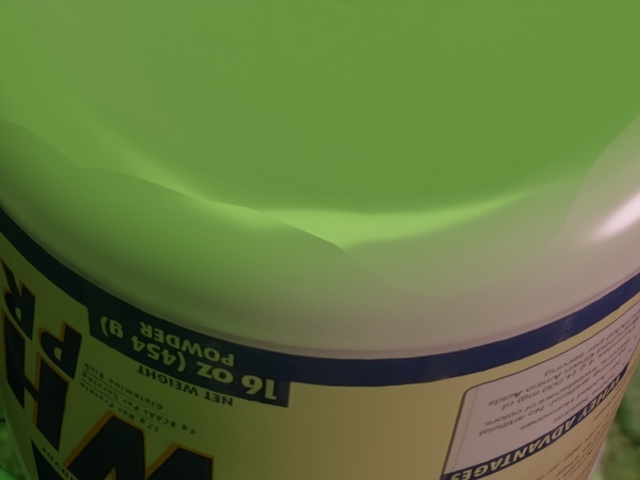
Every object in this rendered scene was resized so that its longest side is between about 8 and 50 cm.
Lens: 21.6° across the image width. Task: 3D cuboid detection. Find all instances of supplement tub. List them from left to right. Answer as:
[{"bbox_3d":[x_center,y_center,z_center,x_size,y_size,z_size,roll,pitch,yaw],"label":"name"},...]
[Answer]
[{"bbox_3d":[0.000,0.000,0.578,0.235,0.325,0.235,2,57,-3],"label":"supplement tub"}]

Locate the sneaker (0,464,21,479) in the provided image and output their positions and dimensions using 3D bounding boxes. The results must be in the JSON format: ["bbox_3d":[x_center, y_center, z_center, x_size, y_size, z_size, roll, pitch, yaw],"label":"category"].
[{"bbox_3d":[-0.180,0.026,0.690,0.256,0.094,0.151,33,58,16],"label":"sneaker"}]
